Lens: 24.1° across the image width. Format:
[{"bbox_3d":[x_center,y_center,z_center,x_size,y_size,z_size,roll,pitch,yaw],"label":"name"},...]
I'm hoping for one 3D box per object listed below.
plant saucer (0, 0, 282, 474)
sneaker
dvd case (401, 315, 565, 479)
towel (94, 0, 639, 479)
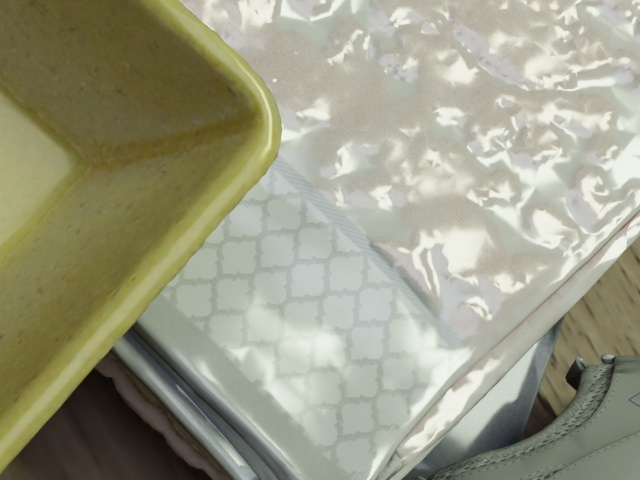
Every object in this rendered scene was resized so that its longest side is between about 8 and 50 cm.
[{"bbox_3d":[-0.238,-0.021,0.456,0.332,0.081,0.333,42,73,-4],"label":"plant saucer"},{"bbox_3d":[0.156,0.070,0.604,0.281,0.105,0.115,-21,45,-37],"label":"sneaker"},{"bbox_3d":[0.000,0.000,0.630,0.221,0.018,0.165,27,66,-6],"label":"dvd case"},{"bbox_3d":[-0.014,-0.089,0.617,0.332,0.053,0.317,44,62,5],"label":"towel"}]
